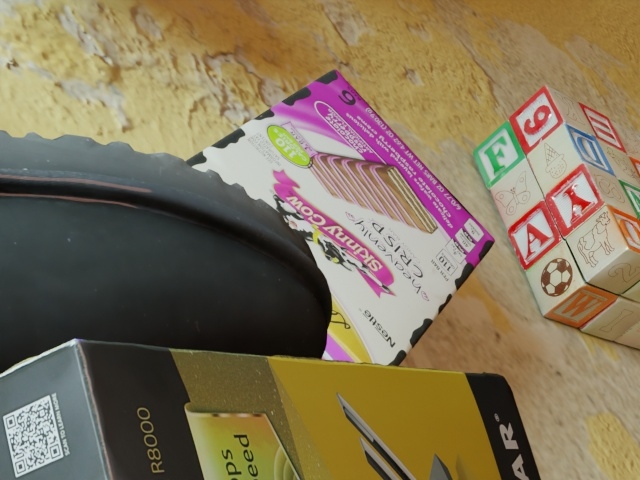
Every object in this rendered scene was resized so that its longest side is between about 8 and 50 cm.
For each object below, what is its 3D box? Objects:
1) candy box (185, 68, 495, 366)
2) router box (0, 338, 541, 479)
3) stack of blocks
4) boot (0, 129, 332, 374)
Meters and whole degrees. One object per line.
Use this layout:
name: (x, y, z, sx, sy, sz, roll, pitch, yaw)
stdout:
candy box: (0.000, 0.000, 0.831, 0.159, 0.071, 0.233, 47, 30, 0)
router box: (0.018, 0.188, 0.395, 0.243, 0.081, 0.308, 12, 57, -58)
stack of blocks: (0.278, 0.004, 1.164, 0.297, 0.087, 0.171, 18, 40, -40)
boot: (-0.102, 0.158, 0.431, 0.367, 0.146, 0.445, 14, 40, -35)
